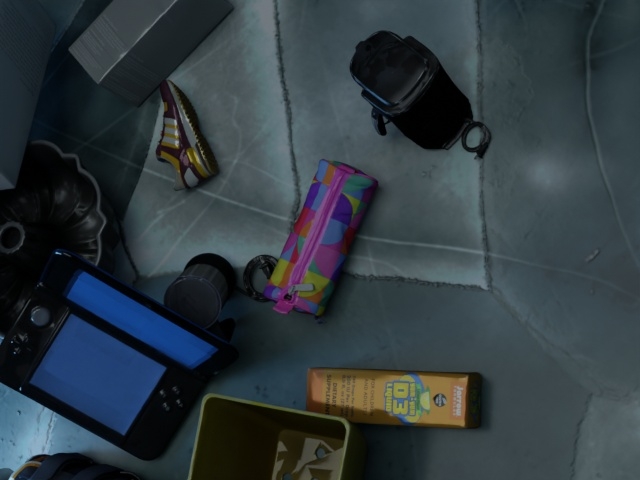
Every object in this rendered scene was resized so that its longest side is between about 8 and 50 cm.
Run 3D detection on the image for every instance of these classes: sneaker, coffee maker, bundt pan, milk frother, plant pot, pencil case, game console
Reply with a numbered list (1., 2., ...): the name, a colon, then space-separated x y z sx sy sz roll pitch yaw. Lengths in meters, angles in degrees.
1. sneaker: -0.234 -0.169 1.639 0.084 0.069 0.185 -28 69 9
2. coffee maker: 0.143 -0.203 1.432 0.171 0.178 0.120 16 86 24
3. bundt pan: -0.466 0.011 1.655 0.330 0.124 0.331 -5 73 16
4. milk frother: -0.139 0.070 1.513 0.143 0.135 0.129 -42 97 12
5. plant pot: -0.042 0.331 1.391 0.212 0.187 0.212 7 82 23
6. pencil case: 0.000 0.000 1.493 0.104 0.104 0.236 20 86 25
7. game console: -0.302 0.173 1.470 0.293 0.173 0.250 32 93 -9
8. sneaker: -0.376 0.379 1.552 0.321 0.126 0.127 -14 80 21

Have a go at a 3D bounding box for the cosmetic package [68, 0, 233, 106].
1. cosmetic package: -0.272 -0.344 1.661 0.238 0.127 0.107 -46 66 6

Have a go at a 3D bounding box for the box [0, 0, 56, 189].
1. box: -0.582 -0.253 1.635 0.215 0.168 0.345 -7 56 17

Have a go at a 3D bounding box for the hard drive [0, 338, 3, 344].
1. hard drive: -0.658 0.105 1.771 0.210 0.040 0.319 -32 69 13

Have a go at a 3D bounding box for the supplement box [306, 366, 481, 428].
1. supplement box: 0.100 0.215 1.417 0.233 0.080 0.078 -1 81 20
